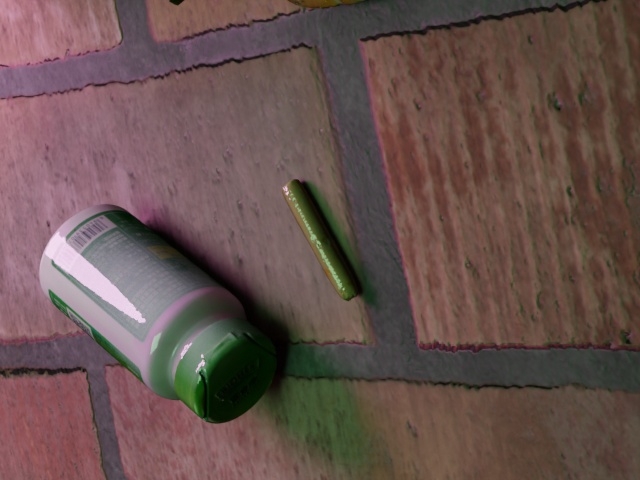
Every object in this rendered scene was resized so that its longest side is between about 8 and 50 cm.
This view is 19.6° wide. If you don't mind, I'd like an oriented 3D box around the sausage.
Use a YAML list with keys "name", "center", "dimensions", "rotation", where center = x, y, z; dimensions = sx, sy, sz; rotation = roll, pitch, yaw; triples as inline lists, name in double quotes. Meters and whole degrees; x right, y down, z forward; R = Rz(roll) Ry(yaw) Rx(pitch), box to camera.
- name: "sausage"
  center: [0.000, 0.000, 1.801]
  dimensions: [0.024, 0.024, 0.132]
  rotation: [-46, 67, 47]

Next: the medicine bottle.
- name: "medicine bottle"
  center: [-0.169, 0.078, 1.940]
  dimensions: [0.274, 0.133, 0.133]
  rotation: [37, 128, 38]

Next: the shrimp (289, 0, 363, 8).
- name: "shrimp"
  center: [-0.025, -0.342, 1.686]
  dimensions: [0.222, 0.054, 0.290]
  rotation: [-37, 81, 49]

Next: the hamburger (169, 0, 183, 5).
- name: "hamburger"
  center: [-0.173, -0.337, 1.810]
  dimensions: [0.183, 0.130, 0.206]
  rotation: [48, 132, 24]
